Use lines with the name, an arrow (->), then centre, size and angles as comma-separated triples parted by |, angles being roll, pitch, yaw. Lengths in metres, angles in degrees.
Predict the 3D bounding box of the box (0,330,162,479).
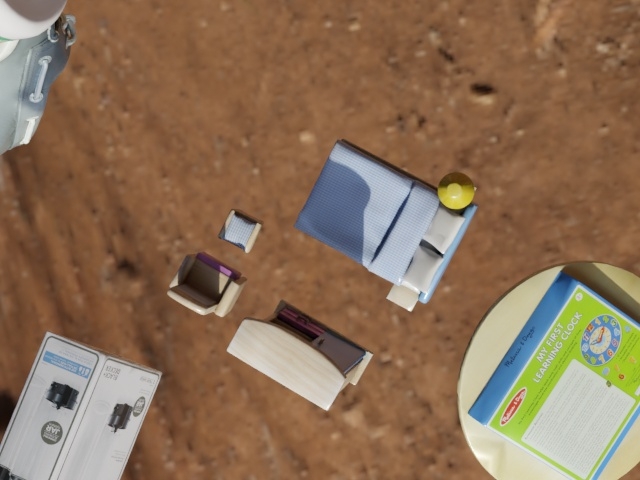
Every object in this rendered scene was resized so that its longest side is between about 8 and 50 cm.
box -> -0.310, 0.267, 1.741 | 0.087, 0.169, 0.289 | 19, 85, 21

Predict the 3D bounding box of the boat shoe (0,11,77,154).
boat shoe -> -0.263, -0.177, 1.228 | 0.116, 0.099, 0.319 | 55, 140, 21

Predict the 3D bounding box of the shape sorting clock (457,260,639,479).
shape sorting clock -> 0.209, 0.117, 1.216 | 0.040, 0.206, 0.206 | -147, 47, -64

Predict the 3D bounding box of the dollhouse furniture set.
dollhouse furniture set -> 0.000, 0.000, 1.735 | 0.286, 0.198, 0.303 | 30, 98, 8

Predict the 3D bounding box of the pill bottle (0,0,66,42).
pill bottle -> -0.260, -0.160, 0.843 | 0.208, 0.117, 0.117 | -6, 102, 21
